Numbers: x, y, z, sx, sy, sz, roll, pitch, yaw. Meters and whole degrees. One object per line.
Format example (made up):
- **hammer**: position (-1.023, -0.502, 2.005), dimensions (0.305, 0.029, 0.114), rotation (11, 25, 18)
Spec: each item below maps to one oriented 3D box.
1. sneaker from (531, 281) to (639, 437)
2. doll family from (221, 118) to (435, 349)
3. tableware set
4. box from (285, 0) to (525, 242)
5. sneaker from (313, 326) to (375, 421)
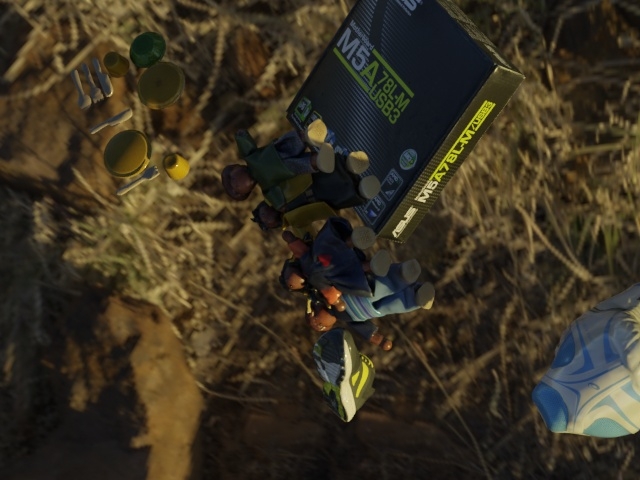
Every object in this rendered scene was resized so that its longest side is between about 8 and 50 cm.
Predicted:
- **sneaker**: position (0.197, 0.079, 0.922), dimensions (0.086, 0.237, 0.085), rotation (-24, 83, 21)
- **doll family**: position (0.000, 0.000, 1.005), dimensions (0.111, 0.076, 0.193), rotation (-22, 94, 37)
- **tableware set**: position (-0.167, -0.120, 1.298), dimensions (0.104, 0.024, 0.154), rotation (-28, 66, 7)
- **box**: position (0.067, -0.126, 1.214), dimensions (0.184, 0.045, 0.191), rotation (-56, 45, 25)
- **sneaker**: position (0.018, 0.084, 0.932), dimensions (0.031, 0.083, 0.035), rotation (33, 56, 31)
